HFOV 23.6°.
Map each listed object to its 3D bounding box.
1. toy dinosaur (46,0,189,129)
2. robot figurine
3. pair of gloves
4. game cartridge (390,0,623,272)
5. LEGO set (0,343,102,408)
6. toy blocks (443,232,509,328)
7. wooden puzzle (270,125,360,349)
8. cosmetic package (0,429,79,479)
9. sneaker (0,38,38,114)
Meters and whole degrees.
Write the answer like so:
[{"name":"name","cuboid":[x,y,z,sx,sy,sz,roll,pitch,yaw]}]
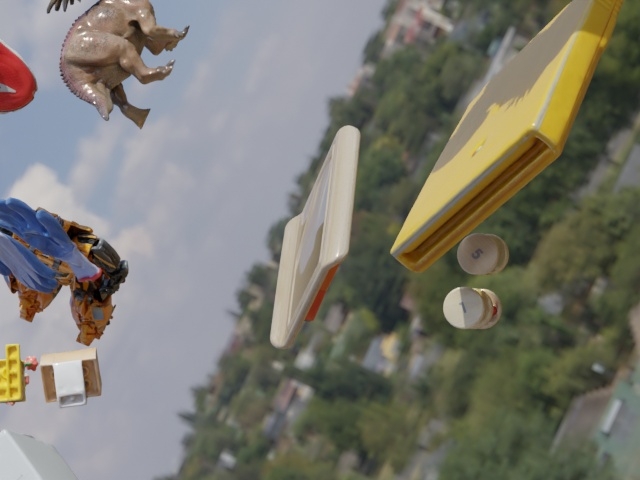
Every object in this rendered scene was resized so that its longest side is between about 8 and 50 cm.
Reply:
[{"name":"toy dinosaur","cuboid":[-0.291,-0.273,2.047,0.127,0.200,0.295,-49,20,57]},{"name":"robot figurine","cuboid":[-0.385,0.050,2.268,0.291,0.211,0.085,99,-166,-63]},{"name":"pair of gloves","cuboid":[-0.371,0.009,1.927,0.198,0.159,0.023,-16,37,49]},{"name":"game cartridge","cuboid":[0.224,-0.139,1.787,0.285,0.053,0.323,-44,10,47]},{"name":"LEGO set","cuboid":[-0.320,0.159,1.295,0.287,0.132,0.107,-39,-5,-8]},{"name":"toy blocks","cuboid":[0.209,0.053,1.955,0.148,0.054,0.123,8,-83,-71]},{"name":"wooden puzzle","cuboid":[0.000,0.000,1.999,0.238,0.044,0.221,123,159,-51]},{"name":"cosmetic package","cuboid":[-0.340,0.355,1.949,0.085,0.231,0.117,-47,-30,4]},{"name":"sneaker","cuboid":[-0.505,-0.263,2.066,0.107,0.279,0.118,-55,18,-4]}]
